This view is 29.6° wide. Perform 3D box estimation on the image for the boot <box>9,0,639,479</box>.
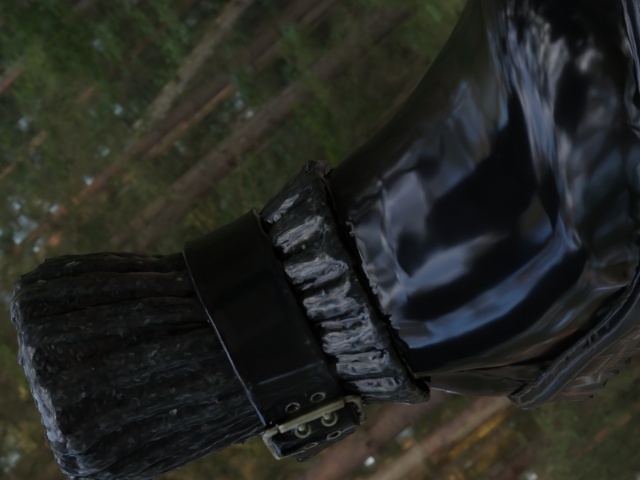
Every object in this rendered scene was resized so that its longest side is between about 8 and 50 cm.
[{"bbox_3d":[0.001,0.004,0.484,0.348,0.260,0.131,92,171,-61],"label":"boot"}]
